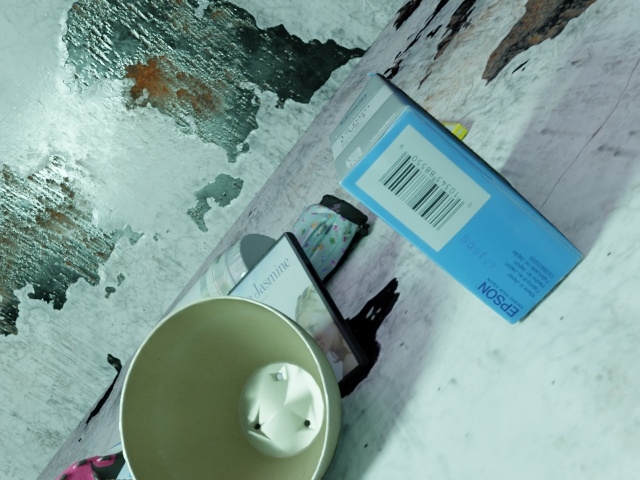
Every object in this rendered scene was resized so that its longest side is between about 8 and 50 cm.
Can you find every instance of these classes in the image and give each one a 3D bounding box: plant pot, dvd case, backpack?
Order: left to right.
[{"bbox_3d":[-0.089,0.222,0.953,0.284,0.284,0.191,-51,-23,5],"label":"plant pot"},{"bbox_3d":[-0.048,0.137,1.114,0.180,0.022,0.253,-47,57,25],"label":"dvd case"},{"bbox_3d":[0.000,0.000,1.454,0.182,0.115,0.152,-56,16,0],"label":"backpack"}]

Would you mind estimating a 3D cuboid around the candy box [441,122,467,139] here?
[{"bbox_3d":[0.208,-0.179,1.399,0.105,0.027,0.206,-54,13,3],"label":"candy box"}]

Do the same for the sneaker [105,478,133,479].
[{"bbox_3d":[-0.259,0.419,1.023,0.153,0.282,0.099,-111,17,-67],"label":"sneaker"}]

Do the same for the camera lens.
[{"bbox_3d":[-0.150,0.150,1.343,0.274,0.219,0.219,-47,15,23],"label":"camera lens"}]

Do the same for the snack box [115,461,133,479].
[{"bbox_3d":[-0.296,0.433,1.347,0.174,0.070,0.207,-20,30,35],"label":"snack box"}]

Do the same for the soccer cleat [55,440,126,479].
[{"bbox_3d":[-0.421,0.486,1.502,0.331,0.116,0.143,-26,-25,-51],"label":"soccer cleat"}]

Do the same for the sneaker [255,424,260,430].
[{"bbox_3d":[-0.163,0.348,1.188,0.270,0.090,0.145,8,96,45],"label":"sneaker"}]

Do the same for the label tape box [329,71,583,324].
[{"bbox_3d":[0.139,-0.075,0.888,0.115,0.249,0.348,-50,14,12],"label":"label tape box"}]
